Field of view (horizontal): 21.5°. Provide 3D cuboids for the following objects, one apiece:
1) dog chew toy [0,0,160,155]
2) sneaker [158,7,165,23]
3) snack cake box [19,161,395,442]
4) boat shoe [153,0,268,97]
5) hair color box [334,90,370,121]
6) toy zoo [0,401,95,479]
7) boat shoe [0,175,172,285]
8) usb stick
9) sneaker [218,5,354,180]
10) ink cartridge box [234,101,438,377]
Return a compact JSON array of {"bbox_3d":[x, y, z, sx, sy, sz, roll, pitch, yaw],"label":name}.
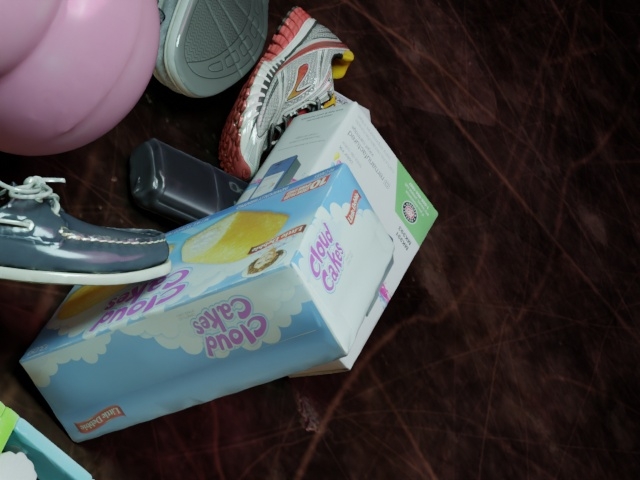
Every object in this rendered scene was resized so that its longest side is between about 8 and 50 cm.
[{"bbox_3d":[-0.271,-0.197,1.312,0.332,0.206,0.207,33,37,-55],"label":"dog chew toy"},{"bbox_3d":[-0.250,-0.260,1.531,0.268,0.101,0.153,1,73,-39],"label":"sneaker"},{"bbox_3d":[-0.087,0.051,1.319,0.089,0.264,0.152,59,30,-19],"label":"snack cake box"},{"bbox_3d":[-0.118,-0.255,1.722,0.118,0.103,0.320,57,32,-37],"label":"boat shoe"},{"bbox_3d":[0.011,-0.080,1.765,0.093,0.053,0.167,27,44,-36],"label":"hair color box"},{"bbox_3d":[-0.201,0.245,1.226,0.293,0.030,0.192,44,35,-19],"label":"toy zoo"},{"bbox_3d":[-0.235,-0.010,1.258,0.254,0.095,0.079,3,92,-11],"label":"boat shoe"},{"bbox_3d":[-0.069,-0.020,1.616,0.278,0.045,0.077,25,40,-40],"label":"usb stick"},{"bbox_3d":[-0.031,-0.142,1.687,0.092,0.088,0.225,30,53,-2],"label":"sneaker"},{"bbox_3d":[0.000,0.000,1.576,0.154,0.093,0.212,53,51,-25],"label":"ink cartridge box"}]
